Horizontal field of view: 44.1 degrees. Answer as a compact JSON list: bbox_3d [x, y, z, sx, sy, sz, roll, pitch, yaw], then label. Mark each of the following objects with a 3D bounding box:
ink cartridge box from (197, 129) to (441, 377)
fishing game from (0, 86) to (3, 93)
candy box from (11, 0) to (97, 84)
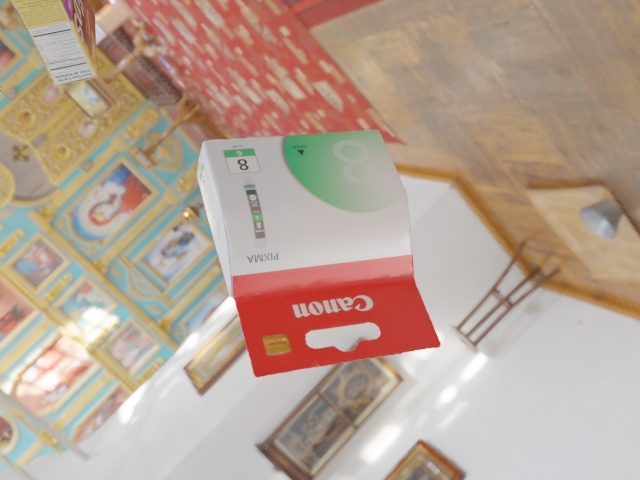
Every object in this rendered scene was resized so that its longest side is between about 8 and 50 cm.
[{"bbox_3d":[0.000,0.000,0.713,0.056,0.181,0.224,109,148,-50],"label":"ink cartridge box"},{"bbox_3d":[-0.413,-0.215,0.690,0.189,0.041,0.264,9,148,45],"label":"fishing game"},{"bbox_3d":[-0.292,-0.271,0.840,0.186,0.053,0.109,82,176,-56],"label":"candy box"}]
